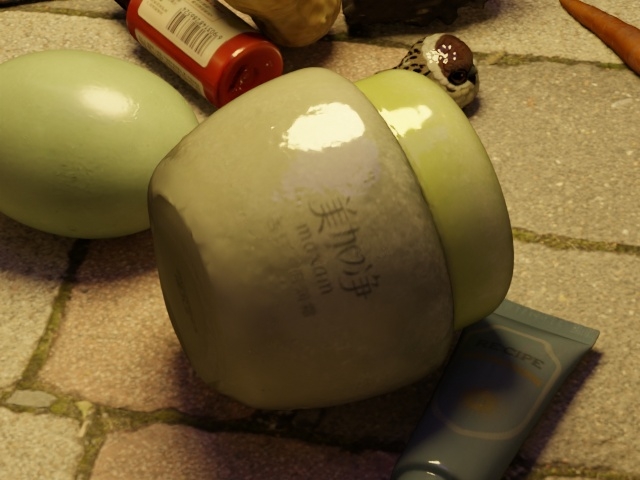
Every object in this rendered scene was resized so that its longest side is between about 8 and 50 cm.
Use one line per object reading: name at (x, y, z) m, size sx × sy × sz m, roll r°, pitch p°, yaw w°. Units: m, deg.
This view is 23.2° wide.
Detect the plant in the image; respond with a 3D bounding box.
plant at (0.123, -0.374, 1.999) m, size 0.234 × 0.204 × 0.178 m, roll -15°, pitch 56°, yaw -7°

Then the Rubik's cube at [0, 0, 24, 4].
Rubik's cube at (-0.456, -0.497, 2.053) m, size 0.287 × 0.292 × 0.293 m, roll -11°, pitch 46°, yaw -11°

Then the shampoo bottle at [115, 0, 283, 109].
shampoo bottle at (-0.168, -0.265, 1.938) m, size 0.104 × 0.104 × 0.278 m, roll -29°, pitch 51°, yaw -28°

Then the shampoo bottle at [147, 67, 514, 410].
shampoo bottle at (0.000, 0.000, 1.501) m, size 0.317 × 0.322 × 0.322 m, roll -21°, pitch 47°, yaw -11°

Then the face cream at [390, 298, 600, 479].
face cream at (0.144, 0.178, 1.488) m, size 0.135 × 0.086 × 0.385 m, roll 19°, pitch 41°, yaw 18°

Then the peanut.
peanut at (-0.054, -0.319, 1.882) m, size 0.149 × 0.313 × 0.149 m, roll -4°, pitch 77°, yaw 17°

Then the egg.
egg at (-0.261, -0.104, 1.693) m, size 0.282 × 0.203 × 0.203 m, roll 7°, pitch 43°, yaw 9°

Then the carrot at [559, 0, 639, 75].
carrot at (0.372, -0.268, 2.000) m, size 0.048 × 0.048 × 0.216 m, roll -21°, pitch 43°, yaw -21°

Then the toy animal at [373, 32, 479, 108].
toy animal at (0.128, -0.210, 1.892) m, size 0.137 × 0.098 × 0.098 m, roll 20°, pitch 46°, yaw 20°
